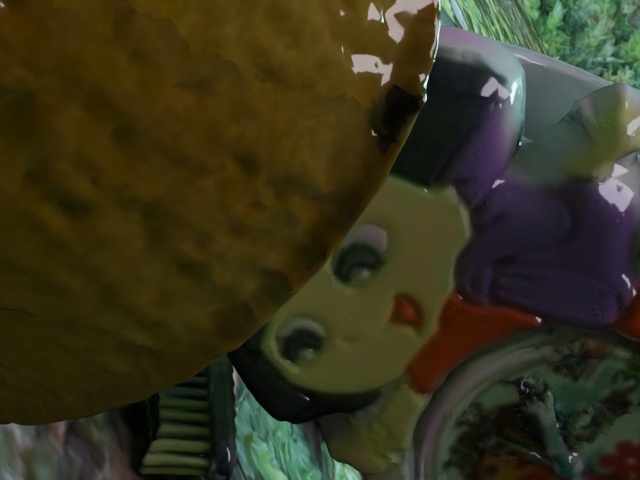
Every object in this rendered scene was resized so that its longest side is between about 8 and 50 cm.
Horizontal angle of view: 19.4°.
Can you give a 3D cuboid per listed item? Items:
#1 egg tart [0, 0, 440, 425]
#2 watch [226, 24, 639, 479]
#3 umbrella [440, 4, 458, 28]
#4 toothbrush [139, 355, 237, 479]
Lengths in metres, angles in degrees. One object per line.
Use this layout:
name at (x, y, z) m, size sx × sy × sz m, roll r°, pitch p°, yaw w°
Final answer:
egg tart at (-0.086, -0.069, 0.402) m, size 0.147 × 0.202 × 0.202 m, roll 27°, pitch 40°, yaw -56°
watch at (0.071, -0.006, 0.706) m, size 0.244 × 0.196 × 0.231 m, roll 23°, pitch 29°, yaw -6°
umbrella at (0.083, -0.134, 1.421) m, size 0.337 × 0.067 × 0.073 m, roll 33°, pitch 49°, yaw -67°
toothbrush at (-0.070, -0.052, 0.760) m, size 0.375 × 0.037 × 0.028 m, roll -102°, pitch -158°, yaw -44°
